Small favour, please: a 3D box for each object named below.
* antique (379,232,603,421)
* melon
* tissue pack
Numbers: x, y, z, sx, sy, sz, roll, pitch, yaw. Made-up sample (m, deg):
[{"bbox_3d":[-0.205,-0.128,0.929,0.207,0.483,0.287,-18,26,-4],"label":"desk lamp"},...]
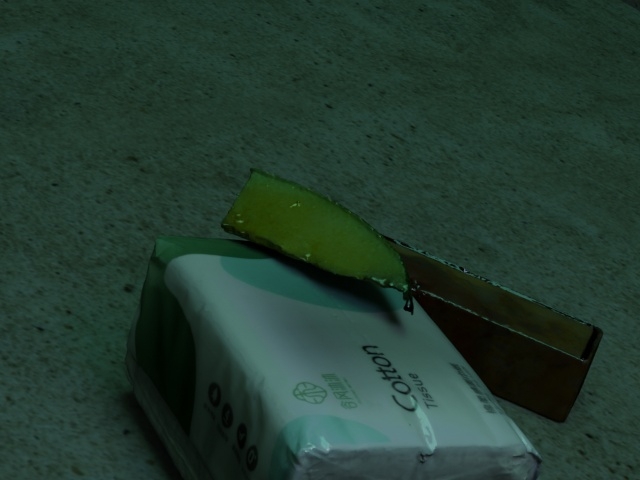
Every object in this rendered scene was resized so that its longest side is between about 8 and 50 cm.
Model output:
[{"bbox_3d":[0.148,0.089,2.202,0.310,0.087,0.093,24,27,10],"label":"antique"},{"bbox_3d":[0.001,0.001,1.876,0.114,0.053,0.262,-13,32,-43],"label":"melon"},{"bbox_3d":[-0.001,0.154,1.842,0.266,0.194,0.356,5,28,-31],"label":"tissue pack"}]
